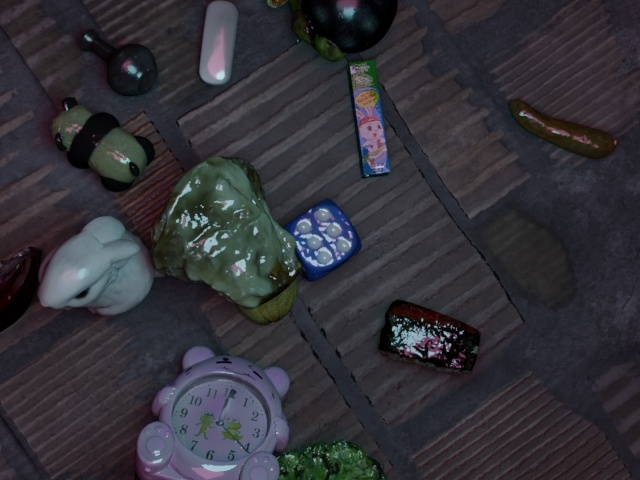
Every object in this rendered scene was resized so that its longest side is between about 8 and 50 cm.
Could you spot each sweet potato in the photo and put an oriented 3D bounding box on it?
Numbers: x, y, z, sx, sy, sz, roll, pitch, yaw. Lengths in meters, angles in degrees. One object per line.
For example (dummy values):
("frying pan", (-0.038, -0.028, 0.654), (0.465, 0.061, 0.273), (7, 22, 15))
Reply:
("sweet potato", (0.562, -0.256, 1.842), (0.274, 0.075, 0.075), (21, 86, -1))

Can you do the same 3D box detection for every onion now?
("onion", (-0.703, 0.144, 1.610), (0.315, 0.280, 0.146), (-25, 105, -6))

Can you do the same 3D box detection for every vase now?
("vase", (-0.449, -0.399, 1.733), (0.183, 0.120, 0.120), (37, 84, 12))

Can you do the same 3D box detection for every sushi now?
("sushi", (0.240, 0.226, 1.754), (0.225, 0.136, 0.126), (21, 77, 0))

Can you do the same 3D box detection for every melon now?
("melon", (-0.118, 0.124, 1.751), (0.160, 0.079, 0.128), (-18, 88, -7))

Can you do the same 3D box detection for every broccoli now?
("broccoli", (0.020, 0.558, 1.671), (0.295, 0.245, 0.265), (18, 103, 20))

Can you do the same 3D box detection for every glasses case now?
("glasses case", (-0.231, -0.448, 1.780), (0.074, 0.049, 0.193), (6, 86, -5))

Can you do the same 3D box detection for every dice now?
("dice", (0.000, 0.000, 1.738), (0.146, 0.146, 0.143), (-34, 89, -10))

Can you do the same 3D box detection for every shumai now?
("shumai", (-0.164, 0.000, 1.606), (0.263, 0.304, 0.309), (37, 58, 13))

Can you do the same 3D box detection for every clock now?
("clock", (-0.209, 0.380, 1.636), (0.296, 0.113, 0.322), (16, 45, -1))

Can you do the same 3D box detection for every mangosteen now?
("mangosteen", (0.046, -0.514, 1.741), (0.243, 0.243, 0.242), (0, 87, -6))

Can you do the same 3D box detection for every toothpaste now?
("toothpaste", (0.109, -0.278, 1.806), (0.065, 0.050, 0.266), (-7, 88, -3))

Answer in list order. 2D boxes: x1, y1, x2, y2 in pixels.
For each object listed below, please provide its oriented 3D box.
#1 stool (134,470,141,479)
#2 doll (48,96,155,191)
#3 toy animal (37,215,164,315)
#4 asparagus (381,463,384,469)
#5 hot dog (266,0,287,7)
("stool", (-0.303, 0.504, 1.697), (0.153, 0.228, 0.139), (-17, 62, 34))
("doll", (-0.477, -0.208, 1.707), (0.234, 0.135, 0.143), (35, 83, 1))
("toy animal", (-0.444, 0.056, 1.585), (0.258, 0.357, 0.193), (-28, 88, -8))
("asparagus", (0.087, 0.608, 1.778), (0.023, 0.022, 0.232), (25, 87, 27))
("hot dog", (-0.044, -0.628, 1.786), (0.062, 0.092, 0.235), (38, 86, 18))
